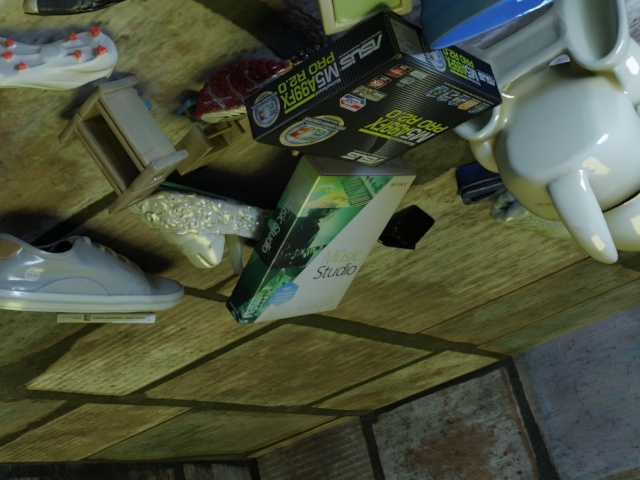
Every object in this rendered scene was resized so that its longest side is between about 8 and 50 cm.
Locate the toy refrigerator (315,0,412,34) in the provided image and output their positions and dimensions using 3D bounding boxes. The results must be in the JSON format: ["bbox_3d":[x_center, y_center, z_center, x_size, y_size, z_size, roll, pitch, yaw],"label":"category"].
[{"bbox_3d":[0.029,-0.320,0.773,0.102,0.094,0.269,-15,156,0],"label":"toy refrigerator"}]

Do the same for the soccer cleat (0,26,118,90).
[{"bbox_3d":[-0.335,-0.201,0.939,0.196,0.068,0.076,-10,159,-18],"label":"soccer cleat"}]

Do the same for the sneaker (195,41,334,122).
[{"bbox_3d":[-0.054,-0.189,1.077,0.225,0.088,0.093,-12,141,-5],"label":"sneaker"}]

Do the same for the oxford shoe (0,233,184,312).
[{"bbox_3d":[-0.395,0.059,1.403,0.169,0.130,0.449,1,175,31],"label":"oxford shoe"}]

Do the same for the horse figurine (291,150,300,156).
[{"bbox_3d":[0.060,-0.185,1.206,0.263,0.066,0.174,-3,161,-31],"label":"horse figurine"}]

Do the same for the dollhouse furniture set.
[{"bbox_3d":[-0.229,-0.143,1.102,0.129,0.129,0.183,-35,179,40],"label":"dollhouse furniture set"}]

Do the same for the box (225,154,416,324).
[{"bbox_3d":[0.000,0.000,1.355,0.232,0.058,0.322,-5,133,-44],"label":"box"}]

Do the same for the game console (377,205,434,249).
[{"bbox_3d":[0.164,-0.029,1.680,0.107,0.071,0.122,7,168,31],"label":"game console"}]

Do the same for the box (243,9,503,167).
[{"bbox_3d":[0.073,-0.174,1.009,0.216,0.060,0.270,-26,162,32],"label":"box"}]

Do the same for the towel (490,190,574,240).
[{"bbox_3d":[0.579,-0.117,1.643,0.320,0.090,0.374,13,144,-42],"label":"towel"}]

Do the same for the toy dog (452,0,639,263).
[{"bbox_3d":[0.419,-0.128,1.162,0.284,0.396,0.407,-37,140,25],"label":"toy dog"}]

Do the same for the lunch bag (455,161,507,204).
[{"bbox_3d":[0.301,-0.106,1.520,0.098,0.065,0.067,-18,156,7],"label":"lunch bag"}]

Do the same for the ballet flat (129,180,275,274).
[{"bbox_3d":[-0.146,-0.011,1.348,0.408,0.147,0.147,9,147,-45],"label":"ballet flat"}]

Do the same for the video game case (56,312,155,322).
[{"bbox_3d":[-0.412,0.130,1.538,0.173,0.022,0.190,2,-175,-18],"label":"video game case"}]

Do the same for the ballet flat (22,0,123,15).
[{"bbox_3d":[-0.238,-0.275,0.869,0.173,0.049,0.057,-15,-159,1],"label":"ballet flat"}]

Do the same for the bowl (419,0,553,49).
[{"bbox_3d":[0.274,-0.315,0.823,0.391,0.077,0.391,-25,-176,2],"label":"bowl"}]
